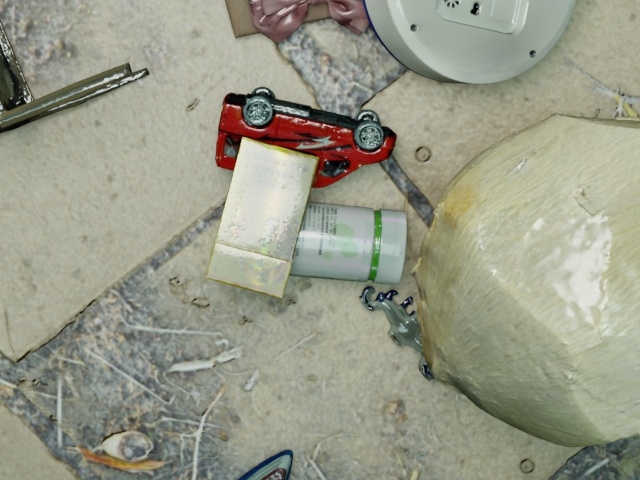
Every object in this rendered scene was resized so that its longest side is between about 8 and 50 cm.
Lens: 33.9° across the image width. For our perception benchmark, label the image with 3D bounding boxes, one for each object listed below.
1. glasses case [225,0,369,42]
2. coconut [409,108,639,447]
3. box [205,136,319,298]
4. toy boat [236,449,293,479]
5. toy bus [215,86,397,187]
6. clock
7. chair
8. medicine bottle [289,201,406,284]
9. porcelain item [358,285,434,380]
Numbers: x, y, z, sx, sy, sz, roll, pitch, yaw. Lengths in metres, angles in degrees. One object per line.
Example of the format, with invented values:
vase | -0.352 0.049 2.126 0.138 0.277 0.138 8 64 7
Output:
glasses case | -0.011 -0.265 1.141 0.193 0.070 0.103 -11 99 0
coconut | 0.267 0.038 1.061 0.360 0.346 0.346 -35 98 -5
box | -0.062 -0.024 1.114 0.089 0.022 0.156 16 89 -2
toy boat | -0.104 0.342 1.240 0.080 0.046 0.229 39 97 -4
toy bus | -0.016 -0.109 1.161 0.195 0.081 0.089 11 107 -4
clock | 0.161 -0.281 1.111 0.230 0.083 0.231 -5 104 -20
chair | -0.340 -0.196 1.090 0.272 0.166 0.188 -22 98 1
medicine bottle | 0.000 0.000 1.172 0.183 0.086 0.086 5 98 -3
porcelain item | 0.113 0.092 1.221 0.075 0.021 0.136 -40 98 4
